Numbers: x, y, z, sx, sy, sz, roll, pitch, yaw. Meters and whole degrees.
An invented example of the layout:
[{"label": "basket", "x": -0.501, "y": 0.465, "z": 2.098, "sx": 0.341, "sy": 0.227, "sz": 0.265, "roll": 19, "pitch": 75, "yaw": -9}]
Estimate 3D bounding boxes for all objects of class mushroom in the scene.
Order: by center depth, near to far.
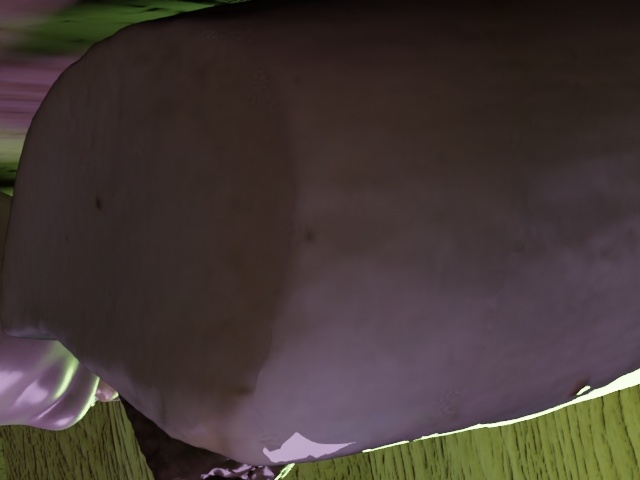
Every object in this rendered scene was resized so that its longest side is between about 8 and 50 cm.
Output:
[{"label": "mushroom", "x": 0.115, "y": -0.025, "z": 0.562, "sx": 0.397, "sy": 0.126, "sz": 0.177, "roll": -8, "pitch": -174, "yaw": -26}]

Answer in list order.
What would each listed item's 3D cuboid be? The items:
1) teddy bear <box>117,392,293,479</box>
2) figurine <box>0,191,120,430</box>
[{"label": "teddy bear", "x": 0.000, "y": 0.000, "z": 0.742, "sx": 0.190, "sy": 0.140, "sz": 0.177, "roll": -20, "pitch": -162, "yaw": 32}, {"label": "figurine", "x": -0.143, "y": 0.028, "z": 0.835, "sx": 0.112, "sy": 0.137, "sz": 0.229, "roll": -45, "pitch": 167, "yaw": 20}]
